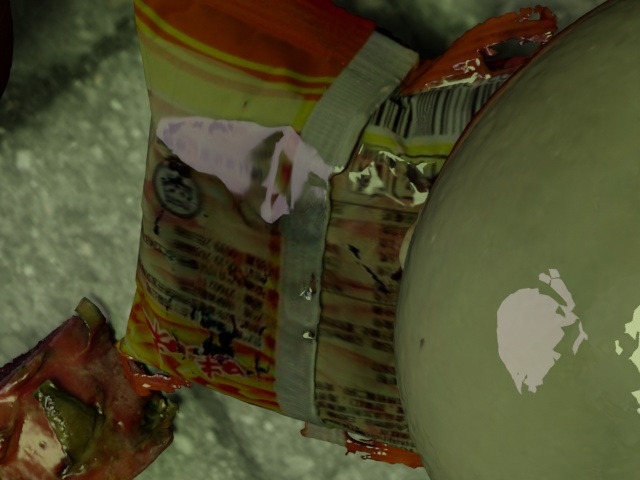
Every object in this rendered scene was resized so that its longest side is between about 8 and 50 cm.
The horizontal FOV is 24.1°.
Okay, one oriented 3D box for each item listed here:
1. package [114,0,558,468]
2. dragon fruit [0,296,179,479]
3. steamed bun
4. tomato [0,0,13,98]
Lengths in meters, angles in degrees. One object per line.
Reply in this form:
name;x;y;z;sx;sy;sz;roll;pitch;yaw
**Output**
package;-0.006;-0.001;0.738;0.223;0.108;0.288;16;123;17
dragon fruit;-0.169;0.117;0.873;0.147;0.096;0.102;-32;97;31
steamed bun;0.144;0.000;0.586;0.177;0.283;0.283;48;127;23
tomato;-0.287;-0.140;0.679;0.303;0.239;0.303;-8;149;-5
